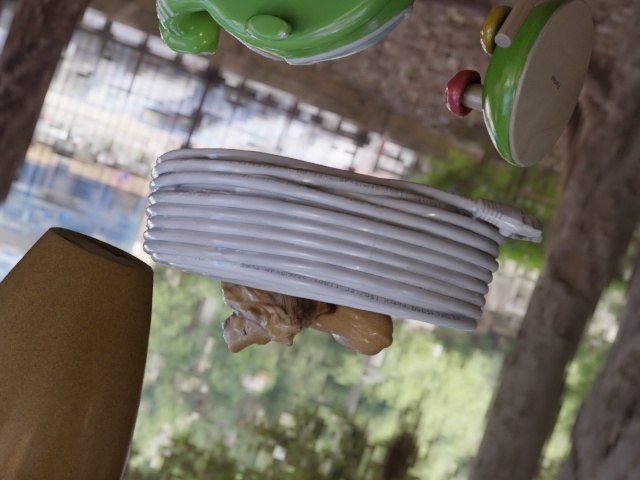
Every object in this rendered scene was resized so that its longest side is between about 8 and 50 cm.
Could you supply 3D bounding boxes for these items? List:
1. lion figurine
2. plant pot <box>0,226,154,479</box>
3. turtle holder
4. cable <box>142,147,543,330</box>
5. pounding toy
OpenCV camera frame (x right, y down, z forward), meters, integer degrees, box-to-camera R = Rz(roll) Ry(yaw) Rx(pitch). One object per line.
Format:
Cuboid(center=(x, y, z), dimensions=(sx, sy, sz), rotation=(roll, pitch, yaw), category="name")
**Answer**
Cuboid(center=(0.001, 0.094, 2.210), dimensions=(0.392, 0.142, 0.240), rotation=(12, -166, -40), category="lion figurine")
Cuboid(center=(-0.277, 0.124, 1.611), dimensions=(0.237, 0.254, 0.237), rotation=(23, -175, -2), category="plant pot")
Cuboid(center=(-0.022, -0.293, 1.747), dimensions=(0.243, 0.320, 0.227), rotation=(44, -173, 19), category="turtle holder")
Cuboid(center=(0.000, 0.000, 1.096), dimensions=(0.257, 0.089, 0.257), rotation=(12, 177, -22), category="cable")
Cuboid(center=(0.193, -0.195, 1.594), dimensions=(0.110, 0.183, 0.237), rotation=(22, 149, 26), category="pounding toy")
